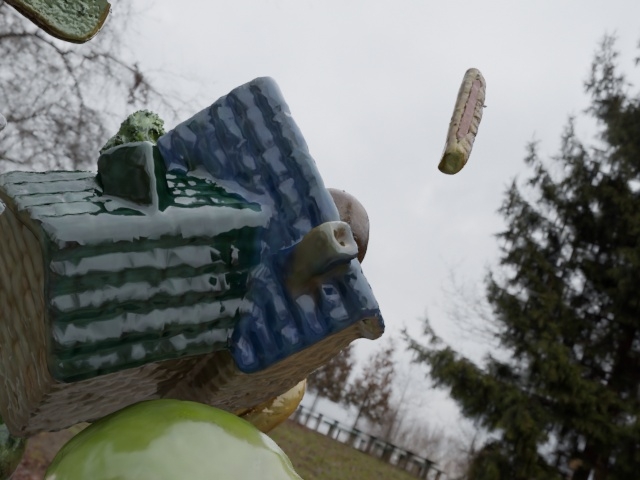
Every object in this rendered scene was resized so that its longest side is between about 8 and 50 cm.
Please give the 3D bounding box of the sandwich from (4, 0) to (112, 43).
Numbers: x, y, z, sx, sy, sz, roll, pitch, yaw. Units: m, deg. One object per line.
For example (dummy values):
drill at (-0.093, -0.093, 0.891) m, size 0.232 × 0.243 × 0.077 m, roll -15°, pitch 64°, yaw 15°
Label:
sandwich at (-0.508, -0.552, 1.533) m, size 0.249 × 0.273 × 0.095 m, roll 33°, pitch -5°, yaw -35°

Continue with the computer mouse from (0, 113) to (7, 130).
computer mouse at (-0.667, -0.237, 1.503) m, size 0.096 × 0.066 × 0.039 m, roll 30°, pitch -60°, yaw -18°

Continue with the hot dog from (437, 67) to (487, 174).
hot dog at (0.283, -0.235, 1.512) m, size 0.061 × 0.286 × 0.088 m, roll 21°, pitch -35°, yaw 1°

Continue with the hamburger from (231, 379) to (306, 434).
hamburger at (-0.175, 0.282, 1.557) m, size 0.290 × 0.314 × 0.170 m, roll -118°, pitch -174°, yaw -59°

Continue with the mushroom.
mushroom at (0.006, 0.007, 1.627) m, size 0.194 × 0.232 × 0.138 m, roll -4°, pitch 29°, yaw -26°

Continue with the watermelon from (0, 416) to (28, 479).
watermelon at (-0.737, 0.363, 1.473) m, size 0.363 × 0.363 × 0.363 m, roll 22°, pitch -16°, yaw 7°

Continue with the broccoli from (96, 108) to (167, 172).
broccoli at (-0.402, -0.162, 1.721) m, size 0.176 × 0.226 × 0.198 m, roll -34°, pitch -46°, yaw 26°

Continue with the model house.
model house at (-0.167, 0.001, 0.945) m, size 0.445 × 0.395 × 0.400 m, roll -7°, pitch -20°, yaw -37°

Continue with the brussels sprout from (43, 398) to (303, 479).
brussels sprout at (-0.143, 0.293, 0.782) m, size 0.316 × 0.243 × 0.274 m, roll 27°, pitch -27°, yaw 14°
